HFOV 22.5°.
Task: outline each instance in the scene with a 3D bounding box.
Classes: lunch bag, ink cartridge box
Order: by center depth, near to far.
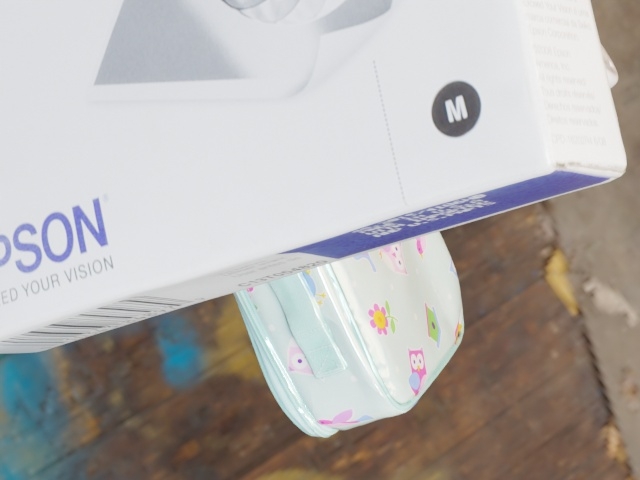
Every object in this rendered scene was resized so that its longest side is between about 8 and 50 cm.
[{"bbox_3d":[-0.037,-0.097,0.473,0.223,0.045,0.224,-18,77,35],"label":"ink cartridge box"},{"bbox_3d":[0.000,0.000,1.259,0.108,0.224,0.279,-20,102,28],"label":"lunch bag"}]

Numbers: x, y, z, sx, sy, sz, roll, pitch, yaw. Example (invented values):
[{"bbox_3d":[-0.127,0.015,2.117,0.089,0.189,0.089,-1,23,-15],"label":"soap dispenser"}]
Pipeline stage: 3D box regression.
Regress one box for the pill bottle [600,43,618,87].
[{"bbox_3d":[0.166,-0.130,1.479,0.193,0.108,0.108,-37,82,20],"label":"pill bottle"}]
